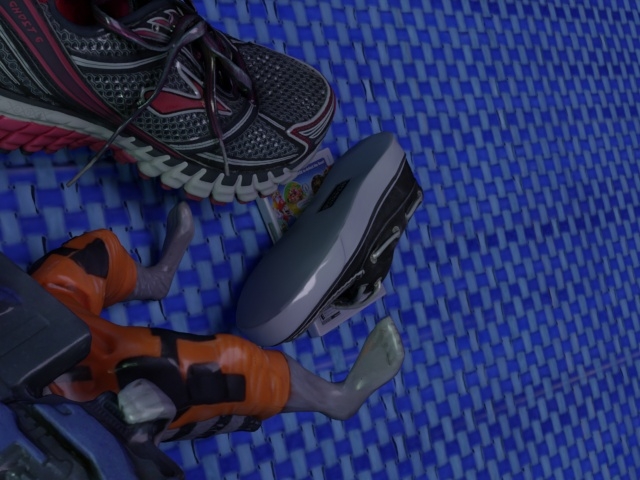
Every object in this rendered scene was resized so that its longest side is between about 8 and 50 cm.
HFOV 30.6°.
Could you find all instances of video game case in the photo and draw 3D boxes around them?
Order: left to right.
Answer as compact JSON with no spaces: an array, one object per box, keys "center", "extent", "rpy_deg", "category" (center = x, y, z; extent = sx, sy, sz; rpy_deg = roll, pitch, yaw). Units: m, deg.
[{"center":[0.000,0.000,0.863],"extent":[0.087,0.011,0.122],"rpy_deg":[-29,100,-47],"category":"video game case"}]

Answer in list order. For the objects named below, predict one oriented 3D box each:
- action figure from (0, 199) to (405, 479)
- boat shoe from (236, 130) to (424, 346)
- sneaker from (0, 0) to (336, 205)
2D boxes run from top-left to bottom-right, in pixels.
[{"center":[-0.114,0.105,0.565],"extent":[0.330,0.178,0.341],"rpy_deg":[-19,49,-41],"category":"action figure"},{"center":[0.019,0.008,0.813],"extent":[0.070,0.078,0.219],"rpy_deg":[54,44,-19],"category":"boat shoe"},{"center":[-0.094,-0.101,0.692],"extent":[0.299,0.112,0.121],"rpy_deg":[5,50,-48],"category":"sneaker"}]
